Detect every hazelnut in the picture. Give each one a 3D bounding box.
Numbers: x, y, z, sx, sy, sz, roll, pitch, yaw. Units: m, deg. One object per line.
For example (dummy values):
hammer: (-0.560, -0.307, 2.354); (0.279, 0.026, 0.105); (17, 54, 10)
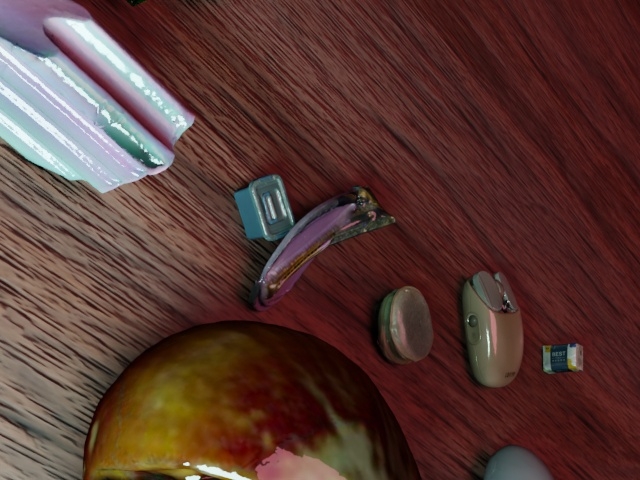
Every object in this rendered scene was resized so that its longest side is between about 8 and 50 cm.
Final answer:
hazelnut: (-0.078, 0.277, 1.117); (0.429, 0.402, 0.402); (29, 60, -35)

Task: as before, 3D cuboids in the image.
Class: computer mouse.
computer mouse: (0.354, 0.180, 1.830); (0.145, 0.082, 0.236); (7, 76, -47)

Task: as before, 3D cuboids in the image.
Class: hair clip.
hair clip: (0.000, -0.002, 1.463); (0.358, 0.110, 0.096); (-32, 88, -45)

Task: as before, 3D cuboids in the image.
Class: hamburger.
hamburger: (0.150, 0.154, 1.620); (0.133, 0.062, 0.140); (-9, 86, -53)

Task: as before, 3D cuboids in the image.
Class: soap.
soap: (-0.331, -0.196, 1.063); (0.324, 0.193, 0.109); (43, 49, -32)

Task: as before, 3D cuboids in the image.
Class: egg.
egg: (0.387, 0.495, 1.736); (0.146, 0.146, 0.199); (0, 67, -49)

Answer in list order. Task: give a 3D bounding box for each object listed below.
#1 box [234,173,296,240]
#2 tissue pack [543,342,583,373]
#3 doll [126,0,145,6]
box: (-0.090, -0.048, 1.404); (0.074, 0.054, 0.099); (-23, 98, -51)
tissue pack: (0.544, 0.265, 2.021); (0.042, 0.083, 0.062); (24, 63, -45)
doll: (-0.300, -0.427, 1.223); (0.134, 0.106, 0.186); (0, 80, -54)
